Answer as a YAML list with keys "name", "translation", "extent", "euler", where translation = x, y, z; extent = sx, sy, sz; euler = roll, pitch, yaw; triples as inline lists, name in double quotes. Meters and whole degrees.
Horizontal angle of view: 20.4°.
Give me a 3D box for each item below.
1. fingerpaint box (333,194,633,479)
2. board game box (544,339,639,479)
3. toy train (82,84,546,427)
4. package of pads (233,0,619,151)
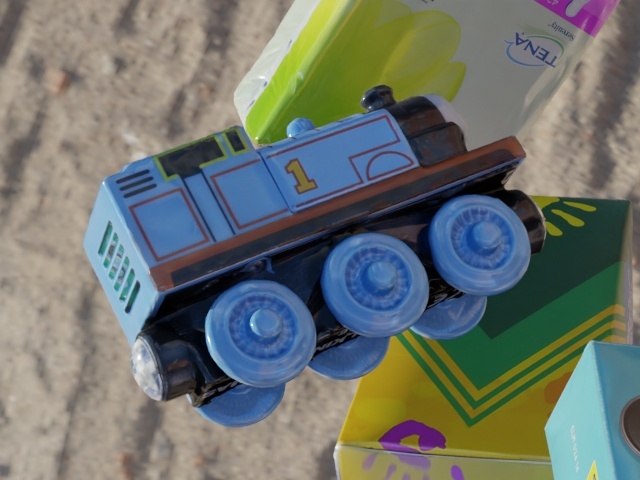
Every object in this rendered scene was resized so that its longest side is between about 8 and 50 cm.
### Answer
- name: "fingerpaint box"
  translation: [0.132, 0.240, 1.250]
  extent: [0.163, 0.371, 0.445]
  euler: [3, 115, 12]
- name: "board game box"
  translation: [0.247, 0.207, 0.782]
  extent: [0.079, 0.253, 0.336]
  euler: [107, 166, -46]
- name: "toy train"
  translation: [0.000, 0.000, 0.705]
  extent: [0.105, 0.184, 0.080]
  euler: [63, 157, 14]
- name: "package of pads"
  translation: [0.098, -0.171, 1.496]
  extent: [0.296, 0.229, 0.101]
  euler: [-55, 31, 13]
